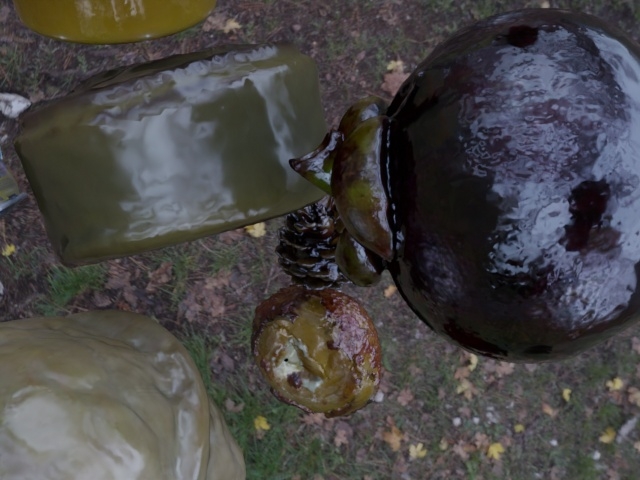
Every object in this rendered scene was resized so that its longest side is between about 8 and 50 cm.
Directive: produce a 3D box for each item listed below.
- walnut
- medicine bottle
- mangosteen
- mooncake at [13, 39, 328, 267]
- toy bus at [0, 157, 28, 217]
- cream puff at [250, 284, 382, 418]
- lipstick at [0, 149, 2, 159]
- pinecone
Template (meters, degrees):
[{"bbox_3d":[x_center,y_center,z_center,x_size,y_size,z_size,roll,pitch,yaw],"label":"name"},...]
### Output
[{"bbox_3d":[-0.275,0.242,0.595,0.381,0.381,0.381,-2,95,-32],"label":"walnut"},{"bbox_3d":[-0.247,-0.374,0.615,0.238,0.238,0.231,-27,139,-28],"label":"medicine bottle"},{"bbox_3d":[0.144,-0.046,0.504,0.307,0.347,0.306,-1,90,-74],"label":"mangosteen"},{"bbox_3d":[-0.185,-0.120,0.749,0.394,0.393,0.246,-20,104,-19],"label":"mooncake"},{"bbox_3d":[-0.576,-0.033,0.811,0.268,0.092,0.106,-21,109,9],"label":"toy bus"},{"bbox_3d":[-0.006,0.246,1.298,0.228,0.351,0.350,-45,119,-58],"label":"cream puff"},{"bbox_3d":[-0.702,-0.158,0.961,0.253,0.077,0.078,2,124,-5],"label":"lipstick"},{"bbox_3d":[0.004,0.002,1.141,0.184,0.179,0.204,-3,117,-34],"label":"pinecone"}]
